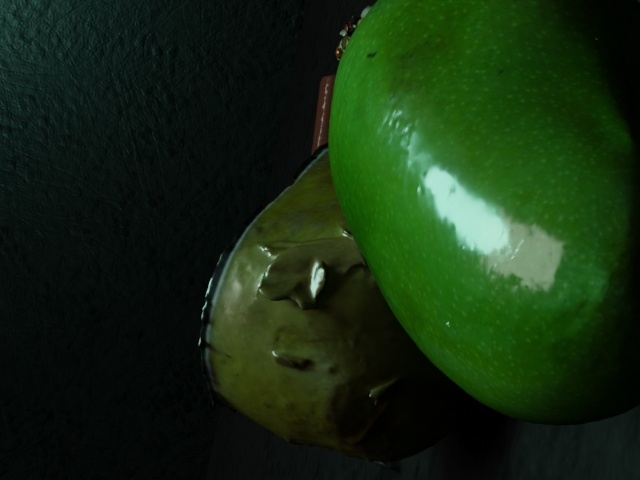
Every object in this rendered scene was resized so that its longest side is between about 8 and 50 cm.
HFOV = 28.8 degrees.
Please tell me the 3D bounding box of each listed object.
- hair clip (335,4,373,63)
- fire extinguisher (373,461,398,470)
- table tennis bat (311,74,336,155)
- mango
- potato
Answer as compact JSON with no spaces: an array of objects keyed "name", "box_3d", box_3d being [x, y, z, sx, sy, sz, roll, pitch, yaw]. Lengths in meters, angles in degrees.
[{"name":"hair clip","box_3d":[0.069,-0.251,1.633,0.321,0.091,0.138,-141,60,-82]},{"name":"fire extinguisher","box_3d":[0.053,0.099,1.289,0.105,0.104,0.269,126,154,-71]},{"name":"table tennis bat","box_3d":[0.000,0.000,1.475,0.268,0.051,0.415,110,168,-73]},{"name":"mango","box_3d":[0.111,-0.040,0.690,0.382,0.201,0.225,-105,37,-66]},{"name":"potato","box_3d":[0.059,0.055,1.039,0.300,0.196,0.246,-47,-33,-47]}]
